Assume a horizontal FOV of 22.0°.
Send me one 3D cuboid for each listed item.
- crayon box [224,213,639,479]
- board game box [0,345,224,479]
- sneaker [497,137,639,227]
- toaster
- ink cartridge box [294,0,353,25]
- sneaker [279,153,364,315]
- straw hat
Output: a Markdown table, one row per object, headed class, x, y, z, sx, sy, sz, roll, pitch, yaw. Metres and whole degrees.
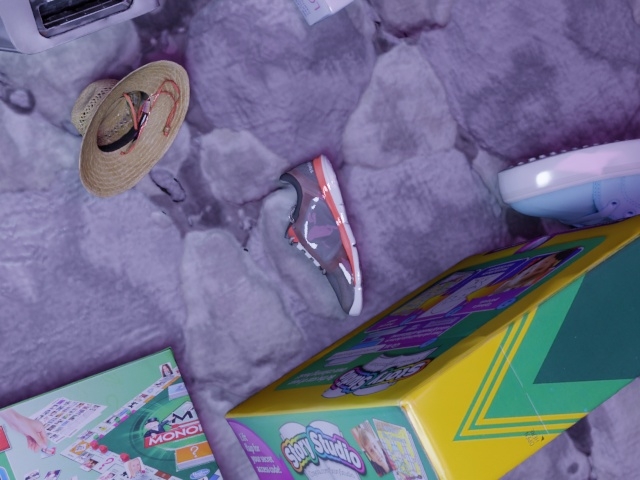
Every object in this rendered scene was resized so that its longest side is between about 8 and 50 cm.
| class | x | y | z | sx | sy | sz | roll | pitch | yaw |
| --- | --- | --- | --- | --- | --- | --- | --- | --- | --- |
| crayon box | 0.125 | 0.109 | 1.432 | 0.313 | 0.363 | 0.106 | -33 | 96 | -24 |
| board game box | -0.223 | 0.238 | 1.384 | 0.317 | 0.046 | 0.213 | -18 | 82 | -37 |
| sneaker | 0.351 | -0.019 | 1.679 | 0.366 | 0.135 | 0.150 | 0 | 79 | -23 |
| toaster | -0.246 | -0.261 | 1.439 | 0.185 | 0.110 | 0.168 | -24 | 111 | -25 |
| ink cartridge box | 0.065 | -0.369 | 1.642 | 0.311 | 0.065 | 0.186 | -35 | 97 | -22 |
| sneaker | 0.000 | 0.000 | 1.572 | 0.065 | 0.061 | 0.158 | -16 | 88 | 2 |
| straw hat | -0.188 | -0.114 | 1.487 | 0.061 | 0.144 | 0.144 | 32 | 65 | 24 |
